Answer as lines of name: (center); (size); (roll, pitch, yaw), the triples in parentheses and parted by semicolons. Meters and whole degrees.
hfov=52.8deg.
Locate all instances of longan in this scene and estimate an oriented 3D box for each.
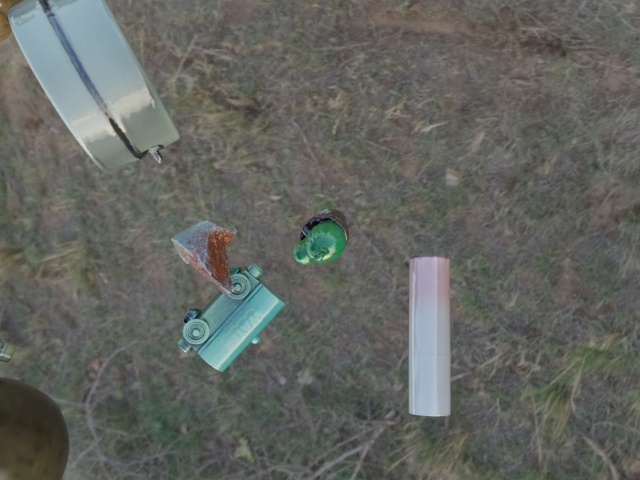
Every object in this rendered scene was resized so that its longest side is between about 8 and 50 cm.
longan: (-0.694, 0.447, 1.322); (0.361, 0.361, 0.360); (12, 111, 33)

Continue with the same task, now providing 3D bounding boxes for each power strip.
power strip: (-0.403, -0.291, 1.187); (0.162, 0.357, 0.357); (-29, 78, -7)

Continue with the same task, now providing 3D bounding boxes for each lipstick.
lipstick: (0.230, 0.198, 1.359); (0.087, 0.087, 0.326); (-6, 79, 37)

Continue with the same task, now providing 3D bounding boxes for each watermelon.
watermelon: (-0.244, 0.036, 1.316); (0.121, 0.098, 0.158); (-12, 63, 16)

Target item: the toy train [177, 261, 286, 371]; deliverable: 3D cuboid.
toy train: (-0.192, 0.169, 1.406); (0.159, 0.101, 0.248); (44, 92, -11)

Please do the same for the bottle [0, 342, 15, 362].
bottle: (-0.758, 0.186, 1.301); (0.083, 0.270, 0.083); (-43, 33, 38)

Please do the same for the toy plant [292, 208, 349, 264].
toy plant: (0.000, 0.000, 1.480); (0.143, 0.200, 0.105); (-27, 107, 28)

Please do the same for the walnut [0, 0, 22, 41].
walnut: (-0.754, -0.525, 1.380); (0.213, 0.213, 0.213); (12, 111, 33)
